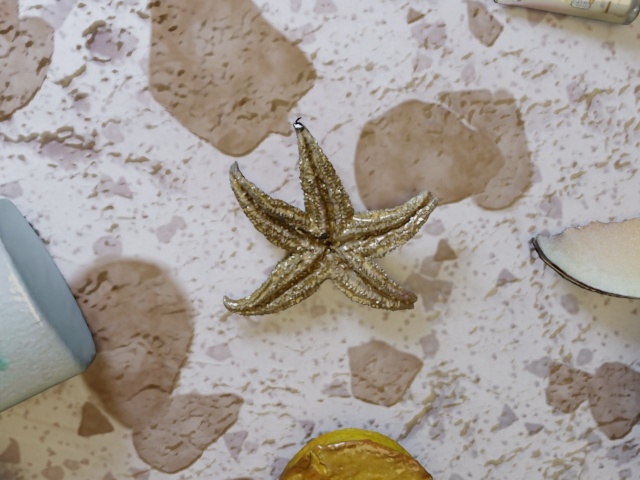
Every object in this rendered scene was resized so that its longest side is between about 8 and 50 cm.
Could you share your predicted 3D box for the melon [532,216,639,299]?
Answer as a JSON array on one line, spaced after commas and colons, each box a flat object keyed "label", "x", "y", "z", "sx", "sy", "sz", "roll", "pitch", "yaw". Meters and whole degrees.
[{"label": "melon", "x": 0.314, "y": 0.019, "z": 0.714, "sx": 0.182, "sy": 0.054, "sz": 0.098, "roll": -14, "pitch": 91, "yaw": -1}]

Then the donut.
[{"label": "donut", "x": 0.031, "y": 0.280, "z": 0.722, "sx": 0.174, "sy": 0.074, "sz": 0.190, "roll": 15, "pitch": 100, "yaw": -5}]

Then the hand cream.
[{"label": "hand cream", "x": 0.248, "y": -0.251, "z": 0.688, "sx": 0.143, "sy": 0.039, "sz": 0.061, "roll": 14, "pitch": 98, "yaw": 1}]

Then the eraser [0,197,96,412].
[{"label": "eraser", "x": -0.392, "y": 0.104, "z": 0.671, "sx": 0.290, "sy": 0.104, "sz": 0.189, "roll": -27, "pitch": 94, "yaw": 0}]

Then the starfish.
[{"label": "starfish", "x": 0.000, "y": 0.000, "z": 0.702, "sx": 0.240, "sy": 0.043, "sz": 0.227, "roll": -34, "pitch": 95, "yaw": 5}]
